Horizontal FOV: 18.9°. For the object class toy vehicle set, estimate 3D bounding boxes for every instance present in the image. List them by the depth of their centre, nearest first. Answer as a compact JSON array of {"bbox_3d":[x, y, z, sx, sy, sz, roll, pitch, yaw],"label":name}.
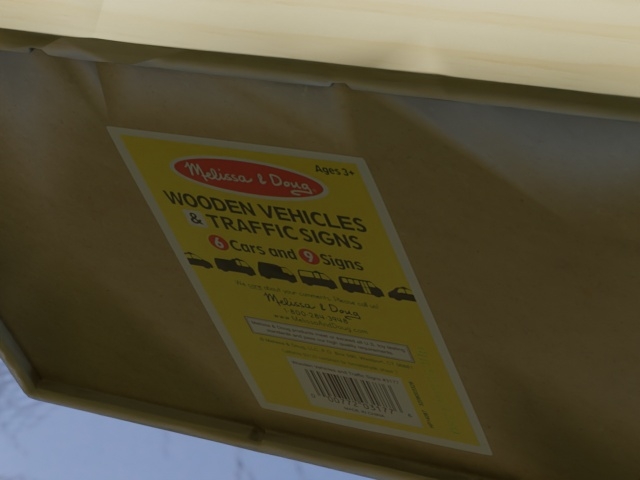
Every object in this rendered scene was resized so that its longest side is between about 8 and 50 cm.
[{"bbox_3d":[0.000,0.000,0.489,0.266,0.035,0.166,10,-38,31],"label":"toy vehicle set"}]
